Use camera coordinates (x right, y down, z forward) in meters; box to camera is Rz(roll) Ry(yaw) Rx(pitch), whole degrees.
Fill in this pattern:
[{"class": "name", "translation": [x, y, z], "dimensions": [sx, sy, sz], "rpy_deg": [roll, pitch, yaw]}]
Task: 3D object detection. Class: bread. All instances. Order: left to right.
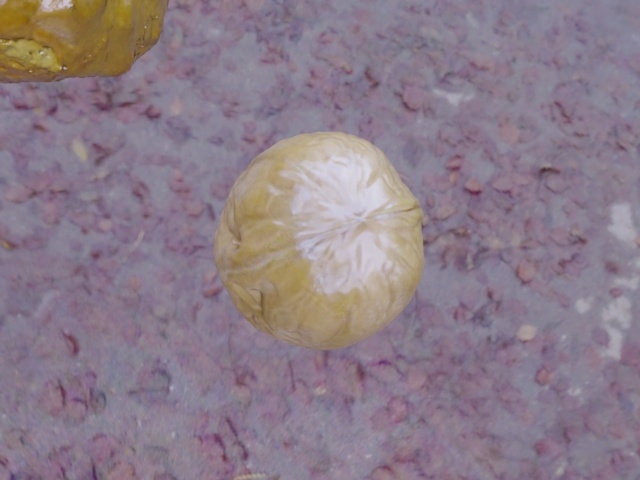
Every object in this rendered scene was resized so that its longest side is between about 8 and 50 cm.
[{"class": "bread", "translation": [-0.320, -0.363, 0.897], "dimensions": [0.215, 0.398, 0.398], "rpy_deg": [-9, 56, 30]}]

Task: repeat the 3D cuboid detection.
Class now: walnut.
[{"class": "walnut", "translation": [0.000, 0.000, 0.741], "dimensions": [0.193, 0.225, 0.193], "rpy_deg": [5, 72, -17]}]
